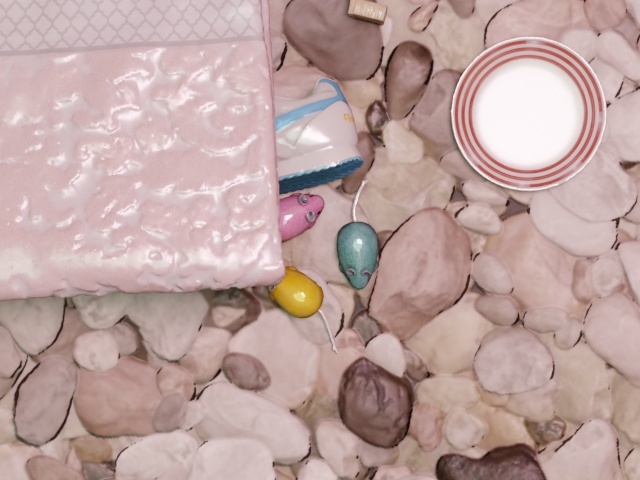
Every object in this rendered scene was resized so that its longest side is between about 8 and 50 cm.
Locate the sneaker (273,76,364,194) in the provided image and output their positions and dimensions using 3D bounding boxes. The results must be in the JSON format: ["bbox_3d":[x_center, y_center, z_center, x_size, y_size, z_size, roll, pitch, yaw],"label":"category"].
[{"bbox_3d":[-0.081,-0.083,1.390,0.229,0.087,0.092,-12,80,-2],"label":"sneaker"}]

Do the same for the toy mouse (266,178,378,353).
[{"bbox_3d":[0.000,0.000,1.408,0.161,0.031,0.143,40,93,1],"label":"toy mouse"}]

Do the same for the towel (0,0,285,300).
[{"bbox_3d":[-0.202,-0.106,1.325,0.332,0.053,0.316,-3,76,1],"label":"towel"}]

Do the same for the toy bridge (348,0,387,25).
[{"bbox_3d":[0.050,-0.296,1.400,0.063,0.026,0.188,13,91,2],"label":"toy bridge"}]

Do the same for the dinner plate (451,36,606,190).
[{"bbox_3d":[0.190,-0.116,1.405,0.141,0.017,0.141,0,91,2],"label":"dinner plate"}]
